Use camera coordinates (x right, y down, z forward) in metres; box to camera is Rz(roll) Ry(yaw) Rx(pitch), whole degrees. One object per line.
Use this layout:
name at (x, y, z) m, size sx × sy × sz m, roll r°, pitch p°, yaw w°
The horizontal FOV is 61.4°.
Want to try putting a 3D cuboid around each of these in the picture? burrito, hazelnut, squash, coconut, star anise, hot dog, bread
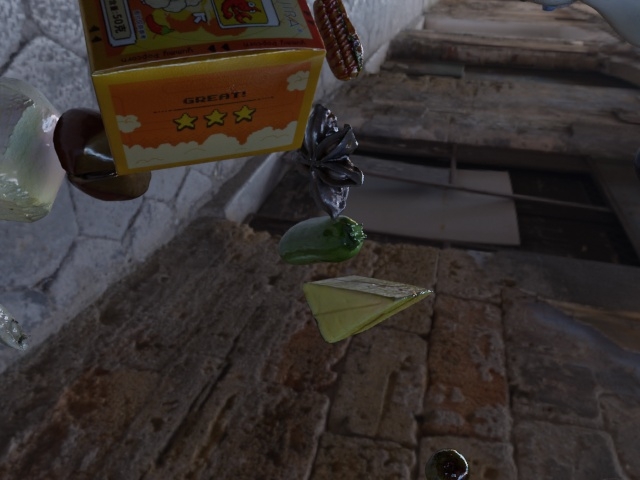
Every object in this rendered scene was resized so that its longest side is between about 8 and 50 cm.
burrito at (-0.704, 0.155, 1.146) m, size 0.060 × 0.087 × 0.226 m, roll -39°, pitch 128°, yaw -23°
hazelnut at (-0.463, -0.174, 1.124) m, size 0.181 × 0.181 × 0.212 m, roll -91°, pitch 170°, yaw -48°
squash at (0.000, 0.000, 1.191) m, size 0.395 × 0.107 × 0.107 m, roll 167°, pitch -66°, yaw -67°
coconut at (-0.722, -0.221, 1.219) m, size 0.297 × 0.297 × 0.309 m, roll 63°, pitch 33°, yaw -70°
star anise at (0.014, -0.154, 1.002) m, size 0.212 × 0.073 × 0.197 m, roll 66°, pitch -31°, yaw 18°
hot dog at (0.028, -0.329, 0.865) m, size 0.038 × 0.062 × 0.144 m, roll -78°, pitch 150°, yaw -73°
bread at (0.108, 0.119, 1.299) m, size 0.168 × 0.264 × 0.163 m, roll -6°, pitch 66°, yaw -47°

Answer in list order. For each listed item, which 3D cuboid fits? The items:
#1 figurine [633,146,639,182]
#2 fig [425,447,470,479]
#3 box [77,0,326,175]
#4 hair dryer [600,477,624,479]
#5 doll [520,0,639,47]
figurine at (0.614, -0.116, 0.881) m, size 0.145 × 0.222 × 0.145 m, roll -40°, pitch -149°, yaw 30°
fig at (0.246, 0.450, 1.048) m, size 0.084 × 0.082 × 0.098 m, roll -53°, pitch 159°, yaw -26°
box at (-0.165, -0.269, 0.691) m, size 0.214 × 0.259 × 0.283 m, roll 116°, pitch -42°, yaw -60°
hair dryer at (0.415, 0.247, 0.537) m, size 0.107 × 0.189 × 0.344 m, roll -37°, pitch 145°, yaw -54°
doll at (0.279, -0.429, 0.717) m, size 0.187 × 0.376 × 0.365 m, roll -32°, pitch -142°, yaw 51°
